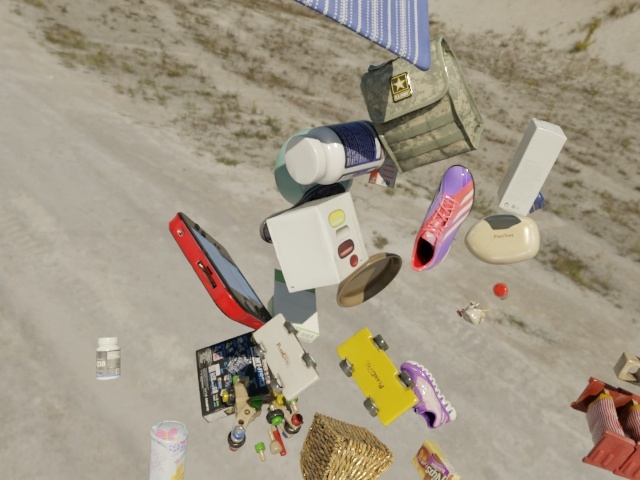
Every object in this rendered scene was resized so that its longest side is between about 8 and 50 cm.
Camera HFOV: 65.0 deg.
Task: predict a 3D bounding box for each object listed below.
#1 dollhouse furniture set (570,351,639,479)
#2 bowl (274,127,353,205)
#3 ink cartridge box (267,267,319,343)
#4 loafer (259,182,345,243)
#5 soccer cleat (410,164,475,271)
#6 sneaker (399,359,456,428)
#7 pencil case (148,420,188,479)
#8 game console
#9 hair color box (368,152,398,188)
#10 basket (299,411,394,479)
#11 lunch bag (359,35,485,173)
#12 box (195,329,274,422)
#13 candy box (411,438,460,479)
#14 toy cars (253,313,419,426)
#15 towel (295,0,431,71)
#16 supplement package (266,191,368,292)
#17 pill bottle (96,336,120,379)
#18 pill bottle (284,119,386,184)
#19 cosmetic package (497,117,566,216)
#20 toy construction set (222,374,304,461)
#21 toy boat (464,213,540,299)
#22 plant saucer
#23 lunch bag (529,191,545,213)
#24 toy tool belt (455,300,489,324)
[{"bbox_3d":[0.771,0.364,1.202,0.152,0.374,0.201,20,28,7],"label":"dollhouse furniture set"},{"bbox_3d":[0.000,-0.248,1.865,0.311,0.312,0.163,3,18,-27],"label":"bowl"},{"bbox_3d":[-0.094,0.218,1.697,0.171,0.056,0.235,21,36,-23],"label":"ink cartridge box"},{"bbox_3d":[-0.033,-0.077,1.472,0.302,0.109,0.095,-33,25,-22],"label":"loafer"},{"bbox_3d":[0.330,-0.052,1.378,0.108,0.318,0.116,31,35,25],"label":"soccer cleat"},{"bbox_3d":[0.326,0.497,1.604,0.104,0.095,0.236,-30,79,-30],"label":"sneaker"},{"bbox_3d":[-0.484,0.706,1.573,0.124,0.273,0.113,16,13,27],"label":"pencil case"},{"bbox_3d":[-0.274,0.103,1.480,0.387,0.060,0.342,51,3,28],"label":"game console"},{"bbox_3d":[0.194,-0.229,1.477,0.071,0.141,0.043,11,4,-29],"label":"hair color box"},{"bbox_3d":[0.078,0.743,1.687,0.222,0.214,0.299,23,-8,-14],"label":"basket"},{"bbox_3d":[0.257,-0.348,1.296,0.235,0.287,0.169,-14,32,38],"label":"lunch bag"},{"bbox_3d":[-0.326,0.514,1.951,0.293,0.073,0.296,-19,47,-2],"label":"box"},{"bbox_3d":[0.413,0.825,1.812,0.053,0.109,0.187,27,8,-21],"label":"candy box"},{"bbox_3d":[0.025,0.263,1.030,0.393,0.087,0.177,4,60,30],"label":"toy cars"},{"bbox_3d":[0.084,-0.480,0.956,0.335,0.244,0.040,14,-22,-33],"label":"towel"},{"bbox_3d":[0.000,0.000,1.277,0.149,0.194,0.203,-13,9,29],"label":"supplement package"},{"bbox_3d":[-0.717,0.397,1.700,0.078,0.137,0.078,-4,-8,-1],"label":"pill bottle"},{"bbox_3d":[0.042,-0.233,1.342,0.264,0.153,0.153,-20,42,-42],"label":"pill bottle"},{"bbox_3d":[0.556,-0.194,1.339,0.085,0.231,0.117,21,31,5],"label":"cosmetic package"},{"bbox_3d":[-0.202,0.577,1.704,0.257,0.309,0.237,-21,49,-9],"label":"toy construction set"},{"bbox_3d":[0.675,0.062,1.882,0.267,0.319,0.148,1,-7,23],"label":"toy boat"},{"bbox_3d":[0.166,0.135,1.775,0.277,0.278,0.041,-8,51,-42],"label":"plant saucer"},{"bbox_3d":[0.703,-0.136,1.677,0.098,0.065,0.067,40,27,-53],"label":"lunch bag"},{"bbox_3d":[0.366,0.170,1.204,0.051,0.052,0.083,-32,9,-6],"label":"toy tool belt"}]
